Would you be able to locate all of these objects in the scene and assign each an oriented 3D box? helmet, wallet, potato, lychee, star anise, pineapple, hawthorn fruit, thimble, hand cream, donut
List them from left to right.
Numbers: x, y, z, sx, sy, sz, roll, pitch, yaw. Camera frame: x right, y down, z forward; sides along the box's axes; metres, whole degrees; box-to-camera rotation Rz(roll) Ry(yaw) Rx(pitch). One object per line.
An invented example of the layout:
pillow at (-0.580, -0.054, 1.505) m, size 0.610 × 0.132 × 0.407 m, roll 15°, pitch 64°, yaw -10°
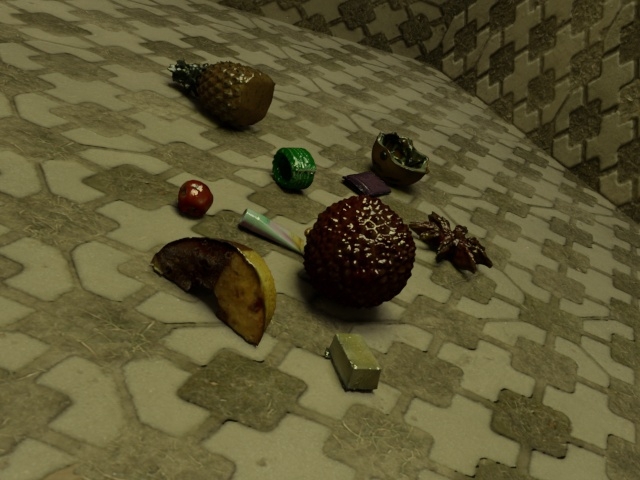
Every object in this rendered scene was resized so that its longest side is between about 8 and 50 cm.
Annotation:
hawthorn fruit at (-0.304, -0.097, 1.733) m, size 0.093 × 0.093 × 0.093 m, roll 20°, pitch 27°, yaw -11°
pineapple at (-0.332, -0.502, 2.313) m, size 0.361 × 0.202 × 0.202 m, roll 30°, pitch 26°, yaw 24°
donut at (-0.190, 0.062, 1.472) m, size 0.295 × 0.151 × 0.112 m, roll 33°, pitch 18°, yaw 16°
hand cream at (-0.117, -0.022, 1.799) m, size 0.174 × 0.047 × 0.076 m, roll 28°, pitch 24°, yaw -15°
thimble at (-0.076, -0.207, 2.079) m, size 0.090 × 0.118 × 0.130 m, roll -1°, pitch 19°, yaw -35°
potato at (0.066, 0.242, 1.457) m, size 0.086 × 0.061 × 0.122 m, roll 7°, pitch 31°, yaw -28°
lychee at (0.096, 0.023, 1.656) m, size 0.300 × 0.264 × 0.264 m, roll -27°, pitch 55°, yaw -36°
wallet at (0.151, -0.180, 2.319) m, size 0.111 × 0.030 × 0.165 m, roll 37°, pitch 28°, yaw 23°
helmet at (0.259, -0.261, 2.450) m, size 0.198 × 0.130 × 0.224 m, roll 2°, pitch 46°, yaw -35°
star anise at (0.386, 0.003, 2.135) m, size 0.288 × 0.088 × 0.288 m, roll 18°, pitch 28°, yaw -10°

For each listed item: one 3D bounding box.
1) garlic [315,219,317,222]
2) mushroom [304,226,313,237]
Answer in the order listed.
garlic at (0.012, -0.040, 1.940) m, size 0.053 × 0.041 × 0.083 m, roll 27°, pitch 19°, yaw -9°
mushroom at (-0.005, 0.010, 1.793) m, size 0.129 × 0.073 × 0.088 m, roll 25°, pitch 10°, yaw -43°
